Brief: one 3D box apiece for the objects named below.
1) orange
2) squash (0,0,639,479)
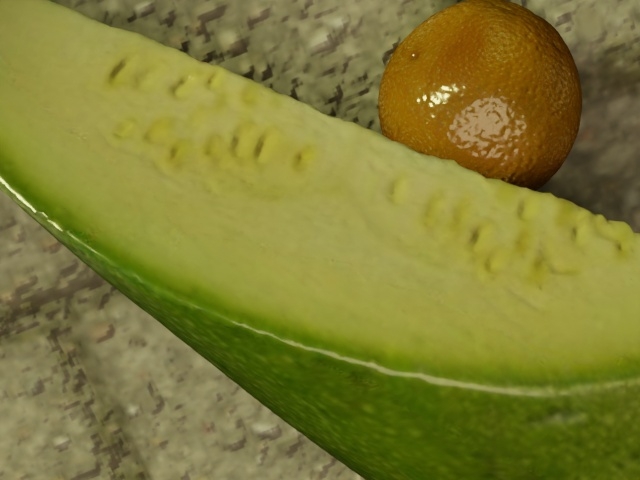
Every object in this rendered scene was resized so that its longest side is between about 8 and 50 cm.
[{"bbox_3d":[0.062,-0.054,0.716,0.085,0.085,0.085,-3,113,-7],"label":"orange"},{"bbox_3d":[0.000,0.000,0.658,0.203,0.111,0.288,-20,125,44],"label":"squash"}]
